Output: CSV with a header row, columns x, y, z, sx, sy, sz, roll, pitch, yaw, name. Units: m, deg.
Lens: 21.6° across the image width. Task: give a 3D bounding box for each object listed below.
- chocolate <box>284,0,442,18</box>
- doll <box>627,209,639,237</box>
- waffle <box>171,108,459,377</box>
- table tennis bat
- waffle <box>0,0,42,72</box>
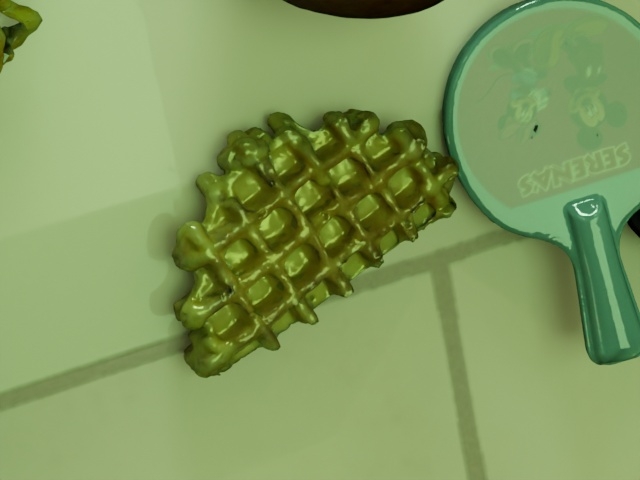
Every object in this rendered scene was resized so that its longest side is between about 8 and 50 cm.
x,y,z,sx,sy,sz,roll,pitch,yaw,name
0.030,-0.197,0.941,0.177,0.177,0.177,-5,102,-24,chocolate
0.320,0.014,1.138,0.182,0.117,0.257,-26,116,2,doll
0.000,0.000,1.026,0.192,0.046,0.160,-2,99,-25,waffle
0.165,-0.037,1.081,0.153,0.040,0.244,-16,99,-3,table tennis bat
-0.282,-0.142,0.858,0.329,0.062,0.329,-5,101,-25,waffle
